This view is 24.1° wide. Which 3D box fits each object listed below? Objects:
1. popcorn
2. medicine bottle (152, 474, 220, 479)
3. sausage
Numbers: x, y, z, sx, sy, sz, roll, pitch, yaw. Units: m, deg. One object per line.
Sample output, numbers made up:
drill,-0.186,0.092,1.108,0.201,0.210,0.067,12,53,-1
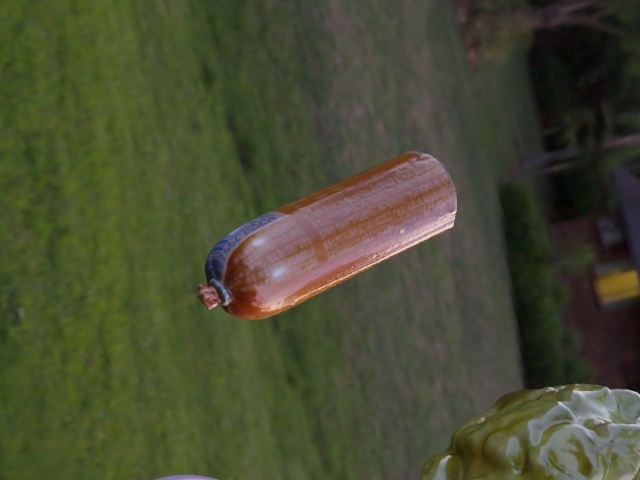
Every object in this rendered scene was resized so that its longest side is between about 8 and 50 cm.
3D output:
popcorn,0.189,0.213,1.226,0.217,0.235,0.181,-178,-107,-82
medicine bottle,-0.110,0.284,1.147,0.254,0.152,0.152,109,-25,-63
sausage,0.000,0.000,1.093,0.234,0.071,0.071,-24,102,-39
